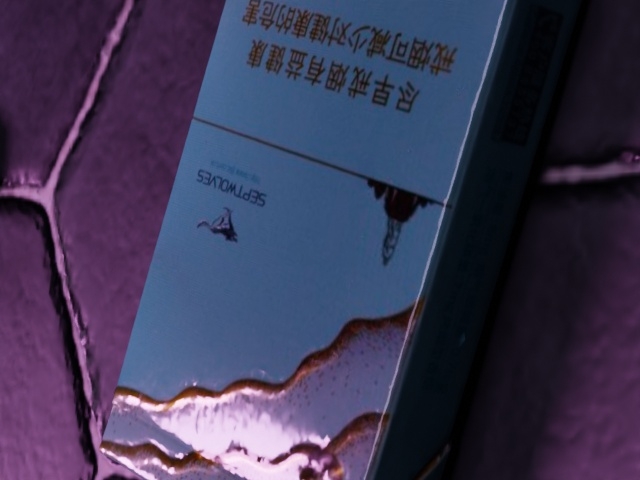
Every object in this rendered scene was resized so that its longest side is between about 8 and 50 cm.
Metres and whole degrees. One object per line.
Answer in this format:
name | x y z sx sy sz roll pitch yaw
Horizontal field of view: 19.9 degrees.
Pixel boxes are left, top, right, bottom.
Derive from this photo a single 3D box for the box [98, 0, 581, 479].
box | 0.000 0.001 0.694 0.162 0.041 0.229 21 97 49
